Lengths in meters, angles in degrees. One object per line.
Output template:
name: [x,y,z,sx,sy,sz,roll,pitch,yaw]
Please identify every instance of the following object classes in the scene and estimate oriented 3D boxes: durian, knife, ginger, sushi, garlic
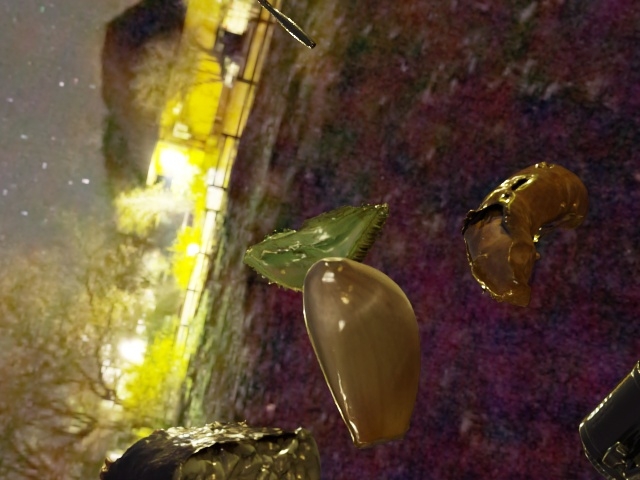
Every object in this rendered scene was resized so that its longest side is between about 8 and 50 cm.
durian: [0.003,-0.009,1.649,0.394,0.198,0.163,-25,37,44]
knife: [-0.091,-0.393,1.280,0.018,0.247,0.035,-50,-23,10]
ginger: [0.280,-0.027,1.028,0.309,0.133,0.107,-40,-7,-43]
sushi: [-0.159,0.399,1.175,0.208,0.349,0.234,-2,80,43]
garlic: [0.063,0.151,1.069,0.112,0.143,0.318,22,132,64]

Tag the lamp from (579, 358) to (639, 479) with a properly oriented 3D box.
lamp: [0.685,0.384,1.604,0.374,0.205,0.272,-46,-12,-41]
